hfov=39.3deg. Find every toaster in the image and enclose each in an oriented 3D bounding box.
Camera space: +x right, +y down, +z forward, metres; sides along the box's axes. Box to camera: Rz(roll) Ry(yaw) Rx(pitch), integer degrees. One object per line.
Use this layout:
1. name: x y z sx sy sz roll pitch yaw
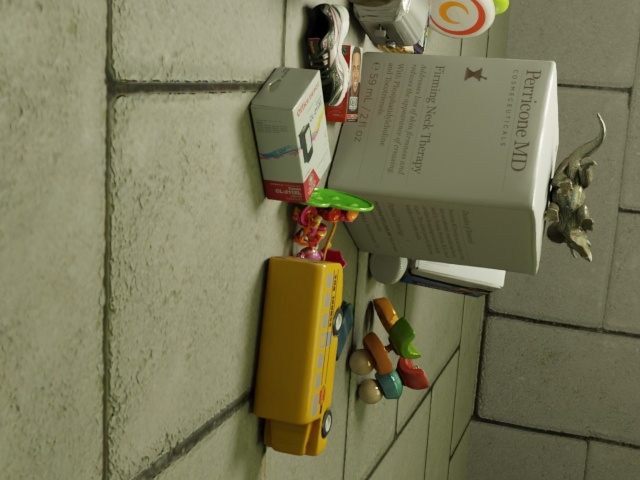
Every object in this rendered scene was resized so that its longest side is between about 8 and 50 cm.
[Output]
1. toaster: 0.142 -0.500 1.759 0.146 0.129 0.226 17 82 -69

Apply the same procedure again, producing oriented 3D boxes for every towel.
1. towel: 0.039 0.188 1.862 0.119 0.029 0.067 -66 155 -43

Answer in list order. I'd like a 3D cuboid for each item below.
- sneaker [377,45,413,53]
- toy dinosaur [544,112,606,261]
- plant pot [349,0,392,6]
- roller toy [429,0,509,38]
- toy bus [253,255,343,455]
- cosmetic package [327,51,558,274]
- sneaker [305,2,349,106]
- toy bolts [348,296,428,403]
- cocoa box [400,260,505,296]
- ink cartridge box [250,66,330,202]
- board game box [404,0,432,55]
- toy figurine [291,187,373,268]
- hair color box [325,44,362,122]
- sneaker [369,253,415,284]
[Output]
1. sneaker: 0.161 -0.456 1.942 0.185 0.070 0.083 -11 98 -77
2. toy dinosaur: 0.508 -0.103 1.825 0.160 0.121 0.313 -59 149 -78
3. plant pot: 0.116 -0.541 1.448 0.280 0.323 0.323 -58 153 -19
4. roller toy: 0.348 -0.616 2.234 0.191 0.209 0.146 -38 -151 57
5. toy bus: -0.038 0.196 1.511 0.130 0.108 0.332 -2 98 -71
6. cosmetic package: 0.267 -0.157 1.839 0.327 0.394 0.329 59 41 -62
7. sneaker: 0.001 -0.318 1.526 0.077 0.072 0.178 -1 90 -59
8. toy bolts: 0.134 0.271 2.098 0.218 0.159 0.228 54 -13 53
9. cocoa box: 0.360 -0.048 2.326 0.228 0.232 0.347 121 -20 -78
10. ink cartridge box: -0.044 -0.167 1.413 0.127 0.072 0.175 -63 153 -45
11. board game box: 0.218 -0.526 2.099 0.141 0.048 0.170 4 93 -70
12. toy figurine: 0.000 0.000 1.582 0.173 0.130 0.159 -4 111 -49
13. hair color box: 0.044 -0.292 1.676 0.072 0.043 0.141 -23 117 -68
14. sneaker: 0.186 -0.034 2.117 0.153 0.101 0.268 -10 112 -72
